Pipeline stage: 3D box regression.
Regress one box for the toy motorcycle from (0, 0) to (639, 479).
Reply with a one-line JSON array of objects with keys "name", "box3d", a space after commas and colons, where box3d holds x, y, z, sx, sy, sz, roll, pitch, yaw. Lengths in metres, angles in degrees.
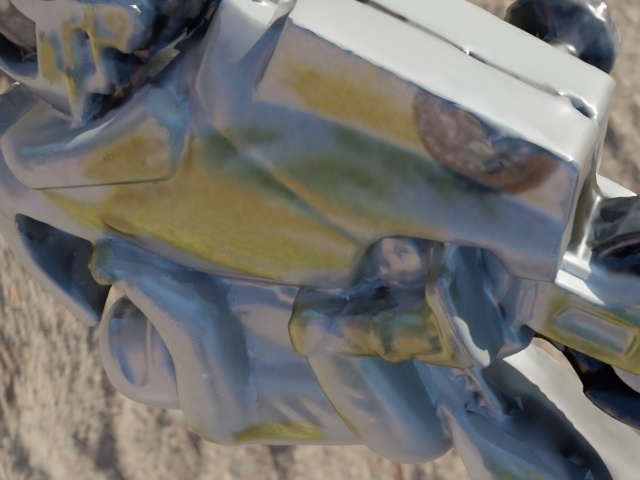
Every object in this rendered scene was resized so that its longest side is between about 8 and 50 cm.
[{"name": "toy motorcycle", "box3d": [0.000, 0.000, 0.438, 0.228, 0.151, 0.074, 31, 38, -3]}]
